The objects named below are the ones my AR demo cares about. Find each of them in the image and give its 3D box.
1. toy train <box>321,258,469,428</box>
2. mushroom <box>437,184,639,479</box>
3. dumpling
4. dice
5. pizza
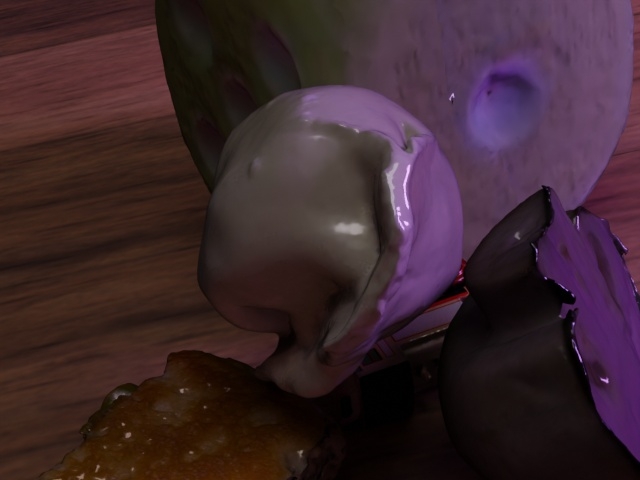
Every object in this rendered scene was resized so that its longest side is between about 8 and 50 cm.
[{"bbox_3d":[0.057,0.059,0.764,0.138,0.050,0.087,-19,36,-15],"label":"toy train"},{"bbox_3d":[0.116,0.067,0.654,0.117,0.141,0.188,-40,11,23],"label":"mushroom"},{"bbox_3d":[0.000,0.000,0.664,0.132,0.162,0.250,0,5,-19],"label":"dumpling"},{"bbox_3d":[0.049,-0.130,0.881,0.252,0.254,0.250,-26,36,-26],"label":"dice"},{"bbox_3d":[-0.080,0.135,0.664,0.147,0.069,0.226,11,28,20],"label":"pizza"}]
